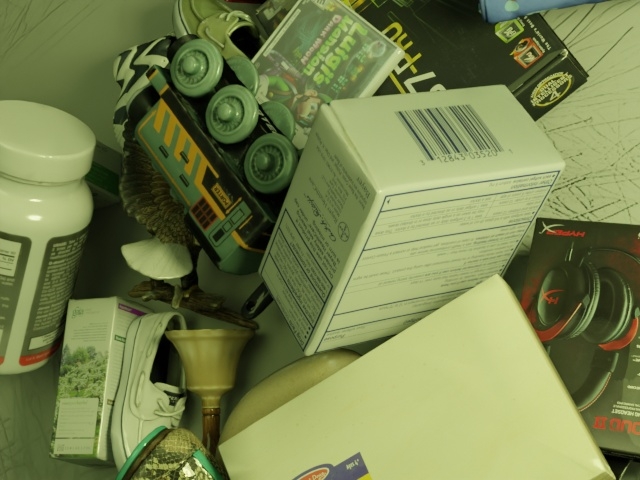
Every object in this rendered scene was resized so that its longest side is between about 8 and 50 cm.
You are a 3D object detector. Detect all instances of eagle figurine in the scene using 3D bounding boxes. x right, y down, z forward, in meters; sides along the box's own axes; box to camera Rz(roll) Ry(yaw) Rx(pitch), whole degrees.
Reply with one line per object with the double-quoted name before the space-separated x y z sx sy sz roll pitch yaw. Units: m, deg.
"eagle figurine" -0.177 -0.050 1.936 0.225 0.226 0.298 12 86 55

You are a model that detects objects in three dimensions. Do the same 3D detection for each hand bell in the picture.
"hand bell" -0.151 0.243 1.886 0.126 0.126 0.242 -4 84 31

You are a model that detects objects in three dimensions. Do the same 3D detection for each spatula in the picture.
"spatula" 0.000 0.000 1.878 0.296 0.030 0.084 -43 55 -7

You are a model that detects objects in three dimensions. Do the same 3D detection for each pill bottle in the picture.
"pill bottle" -0.447 -0.004 1.998 0.210 0.210 0.362 39 122 35

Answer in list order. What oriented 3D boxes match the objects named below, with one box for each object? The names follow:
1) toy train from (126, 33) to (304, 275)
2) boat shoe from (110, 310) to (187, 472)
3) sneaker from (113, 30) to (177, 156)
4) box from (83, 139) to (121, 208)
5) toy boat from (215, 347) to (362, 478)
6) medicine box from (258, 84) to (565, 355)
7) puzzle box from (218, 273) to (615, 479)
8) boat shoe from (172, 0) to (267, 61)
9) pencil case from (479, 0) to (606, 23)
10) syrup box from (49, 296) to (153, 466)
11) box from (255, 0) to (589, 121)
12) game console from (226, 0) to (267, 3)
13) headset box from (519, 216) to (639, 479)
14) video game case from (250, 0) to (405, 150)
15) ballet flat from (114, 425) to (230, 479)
"toy train" -0.127 -0.114 1.790 0.190 0.142 0.334 -44 66 15
"boat shoe" -0.232 0.221 1.928 0.084 0.095 0.258 -18 66 41
"sneaker" -0.229 -0.216 2.076 0.153 0.094 0.235 -29 50 31
"box" -0.376 -0.102 2.127 0.102 0.101 0.087 -14 67 26
"toy boat" -0.004 0.310 1.744 0.267 0.148 0.318 -33 54 25
"medicine box" 0.100 -0.024 1.635 0.149 0.264 0.289 59 143 32
"puzzle box" 0.097 0.254 1.579 0.409 0.052 0.272 -32 58 13
"boat shoe" -0.120 -0.283 2.003 0.302 0.109 0.094 54 135 34
"pencil case" 0.327 -0.344 1.693 0.306 0.133 0.119 -9 92 2
"syrup box" -0.315 0.205 1.990 0.093 0.096 0.236 -5 71 31
"box" 0.126 -0.267 1.866 0.318 0.097 0.395 -39 58 15
"game console" -0.100 -0.430 2.071 0.124 0.085 0.144 -34 60 19
"headset box" 0.340 0.132 1.592 0.218 0.110 0.293 6 78 34
"video game case" -0.007 -0.227 1.844 0.173 0.022 0.190 42 98 24
"ballet flat" -0.258 0.439 1.811 0.182 0.164 0.483 43 124 6
